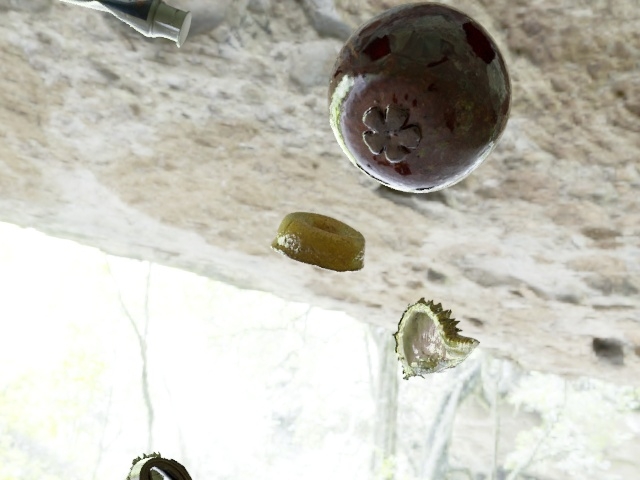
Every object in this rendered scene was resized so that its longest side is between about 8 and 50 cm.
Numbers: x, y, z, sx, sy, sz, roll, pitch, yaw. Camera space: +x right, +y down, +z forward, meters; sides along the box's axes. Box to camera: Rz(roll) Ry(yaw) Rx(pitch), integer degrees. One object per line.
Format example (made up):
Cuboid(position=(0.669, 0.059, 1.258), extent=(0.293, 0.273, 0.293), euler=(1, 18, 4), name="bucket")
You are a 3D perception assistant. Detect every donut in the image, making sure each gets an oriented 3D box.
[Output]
Cuboid(position=(0.000, 0.000, 1.155), extent=(0.151, 0.058, 0.152), euler=(14, 15, -4), name="donut")

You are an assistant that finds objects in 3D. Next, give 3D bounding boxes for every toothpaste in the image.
Cuboid(position=(-0.331, -0.362, 1.144), extent=(0.266, 0.096, 0.061), euler=(17, -63, -3), name="toothpaste")

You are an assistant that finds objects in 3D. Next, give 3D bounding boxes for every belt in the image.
Cuboid(position=(-0.186, 0.292, 0.899), extent=(0.083, 0.059, 0.036), euler=(48, -40, -12), name="belt")

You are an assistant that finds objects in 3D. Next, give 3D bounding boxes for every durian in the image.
Cuboid(position=(0.202, 0.164, 1.217), extent=(0.078, 0.140, 0.224), euler=(7, -6, -27), name="durian")

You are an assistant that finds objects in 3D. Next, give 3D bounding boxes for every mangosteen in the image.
Cuboid(position=(0.123, -0.181, 0.893), extent=(0.215, 0.257, 0.215), euler=(13, -51, 17), name="mangosteen")

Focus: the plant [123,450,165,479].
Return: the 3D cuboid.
Cuboid(position=(-0.300, 0.446, 1.377), extent=(0.122, 0.117, 0.104), euler=(17, -52, -13), name="plant")
